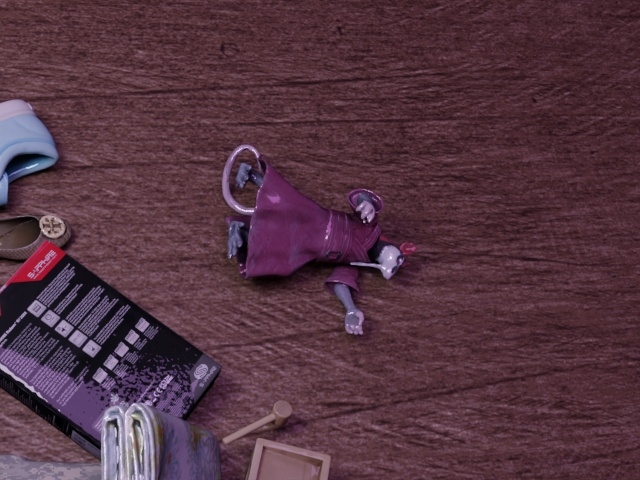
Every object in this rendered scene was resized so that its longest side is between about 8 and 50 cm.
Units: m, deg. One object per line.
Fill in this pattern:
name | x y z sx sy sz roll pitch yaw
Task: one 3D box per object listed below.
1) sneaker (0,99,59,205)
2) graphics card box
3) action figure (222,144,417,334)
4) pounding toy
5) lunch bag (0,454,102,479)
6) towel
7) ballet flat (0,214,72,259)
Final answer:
sneaker | -0.610 -0.109 1.738 0.366 0.135 0.150 -36 76 -28
graphics card box | -0.377 0.198 1.679 0.371 0.094 0.233 34 58 3
action figure | 0.000 0.000 1.890 0.370 0.248 0.276 13 17 -25
pounding toy | -0.082 0.375 1.689 0.181 0.094 0.206 15 51 -5
lunch bag | -0.426 0.423 1.480 0.305 0.212 0.256 9 37 -13
towel | -0.213 0.415 1.463 0.090 0.374 0.320 -5 70 10
ballet flat | -0.551 -0.009 1.745 0.250 0.058 0.084 -5 53 -20
